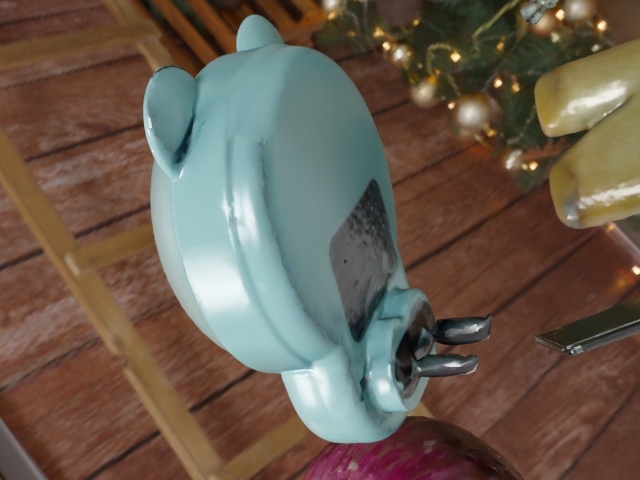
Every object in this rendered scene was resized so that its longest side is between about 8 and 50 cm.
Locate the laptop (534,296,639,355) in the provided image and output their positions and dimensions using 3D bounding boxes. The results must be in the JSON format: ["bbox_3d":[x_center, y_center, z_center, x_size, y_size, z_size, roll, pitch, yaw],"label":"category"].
[{"bbox_3d":[0.327,0.083,0.945,0.180,0.016,0.129,-19,179,-1],"label":"laptop"}]

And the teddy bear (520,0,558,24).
[{"bbox_3d":[0.165,-0.281,0.716,0.111,0.213,0.133,-10,-137,52],"label":"teddy bear"}]

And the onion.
[{"bbox_3d":[0.088,0.278,0.750,0.272,0.256,0.231,4,109,-62],"label":"onion"}]

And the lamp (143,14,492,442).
[{"bbox_3d":[-0.010,0.003,0.583,0.147,0.284,0.209,-28,-166,34],"label":"lamp"}]

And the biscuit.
[{"bbox_3d":[0.403,-0.147,1.039,0.290,0.237,0.062,-14,147,23],"label":"biscuit"}]
